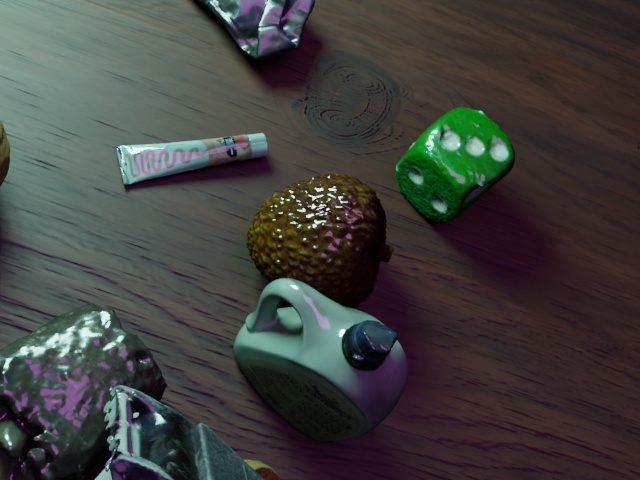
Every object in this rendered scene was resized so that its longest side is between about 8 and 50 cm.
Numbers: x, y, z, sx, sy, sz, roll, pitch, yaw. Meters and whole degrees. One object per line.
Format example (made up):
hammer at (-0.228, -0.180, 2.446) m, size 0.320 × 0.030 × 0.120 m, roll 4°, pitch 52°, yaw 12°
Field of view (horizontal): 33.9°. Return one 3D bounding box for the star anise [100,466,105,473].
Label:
star anise at (-0.196, 0.305, 1.239) m, size 0.167 × 0.057 × 0.168 m, roll -10°, pitch 106°, yaw -38°

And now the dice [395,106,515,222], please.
dice at (0.192, -0.108, 1.515) m, size 0.128 × 0.131 × 0.120 m, roll -39°, pitch 83°, yaw -26°

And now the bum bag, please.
bum bag at (-0.133, -0.390, 1.540) m, size 0.137 × 0.074 × 0.310 m, roll -41°, pitch 81°, yaw -16°

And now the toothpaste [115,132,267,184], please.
toothpaste at (-0.175, -0.118, 1.445) m, size 0.205 × 0.036 × 0.056 m, roll -11°, pitch 75°, yaw -18°

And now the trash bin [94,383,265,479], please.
trash bin at (-0.212, 0.366, 1.053) m, size 0.367 × 0.256 × 0.296 m, roll -42°, pitch 110°, yaw 3°

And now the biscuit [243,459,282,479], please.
biscuit at (-0.116, 0.343, 1.252) m, size 0.170 × 0.050 × 0.170 m, roll -10°, pitch 106°, yaw -40°

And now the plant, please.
plant at (-0.333, 0.213, 1.171) m, size 0.181 × 0.194 × 0.320 m, roll 45°, pitch 60°, yaw 6°

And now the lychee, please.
lychee at (0.006, 0.003, 1.383) m, size 0.194 × 0.194 × 0.195 m, roll 7°, pitch 68°, yaw -17°

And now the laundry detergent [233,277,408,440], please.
laundry detergent at (0.006, 0.137, 1.268) m, size 0.215 × 0.280 × 0.105 m, roll 45°, pitch 64°, yaw 2°

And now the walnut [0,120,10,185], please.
walnut at (-0.476, -0.105, 1.251) m, size 0.213 × 0.213 × 0.213 m, roll 7°, pitch 68°, yaw -17°
